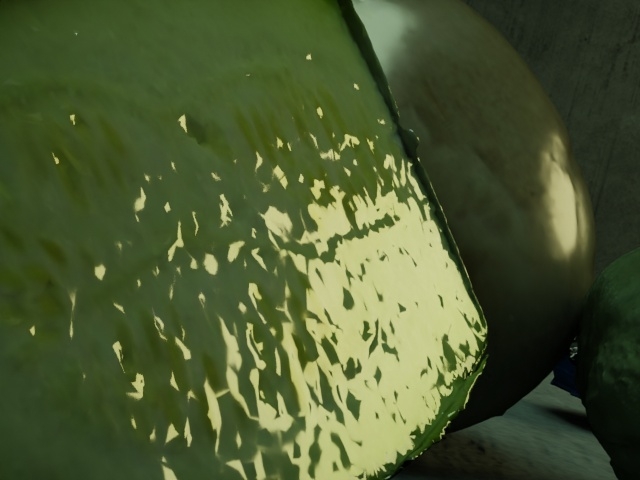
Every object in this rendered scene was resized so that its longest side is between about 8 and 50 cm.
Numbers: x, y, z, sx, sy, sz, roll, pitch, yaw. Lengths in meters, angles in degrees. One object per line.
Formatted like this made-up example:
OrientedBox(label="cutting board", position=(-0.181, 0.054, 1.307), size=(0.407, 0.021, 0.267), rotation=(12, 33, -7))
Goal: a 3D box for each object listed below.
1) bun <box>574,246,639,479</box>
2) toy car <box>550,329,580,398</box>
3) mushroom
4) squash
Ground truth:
OrientedBox(label="bun", position=(0.208, 0.093, 0.766), size=(0.195, 0.118, 0.195), rotation=(45, 13, -13))
OrientedBox(label="toy car", position=(0.273, 0.122, 1.104), size=(0.216, 0.063, 0.103), rotation=(19, 3, -19))
OrientedBox(label="mushroom", position=(0.000, 0.000, 0.857), size=(0.292, 0.292, 0.290), rotation=(13, -31, -25))
OrientedBox(label="squash", position=(-0.054, -0.005, 0.517), size=(0.210, 0.233, 0.309), rotation=(-21, -2, 1))
